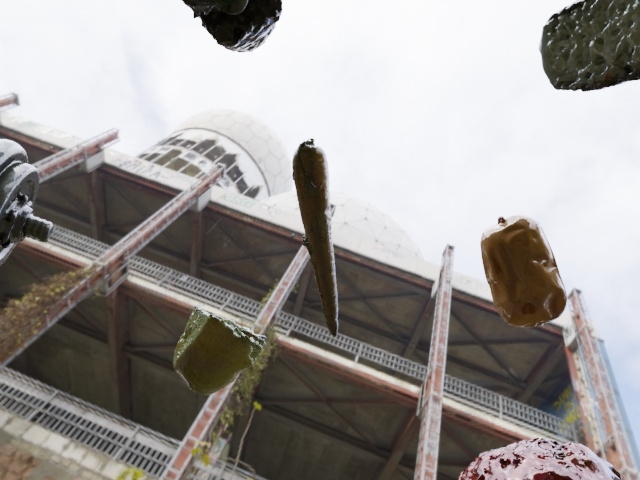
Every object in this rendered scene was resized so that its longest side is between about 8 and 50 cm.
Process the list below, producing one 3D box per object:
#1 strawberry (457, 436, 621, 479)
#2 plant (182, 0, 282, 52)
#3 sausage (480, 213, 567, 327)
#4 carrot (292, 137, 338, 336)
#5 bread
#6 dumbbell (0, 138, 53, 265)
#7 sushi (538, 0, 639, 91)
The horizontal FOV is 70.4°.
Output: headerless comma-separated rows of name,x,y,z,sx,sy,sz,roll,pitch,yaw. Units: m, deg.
strawberry,0.259,0.369,0.559,0.220,0.274,0.274,7,-49,57
plant,-0.134,-0.365,0.680,0.142,0.203,0.131,-28,-78,-2
sausage,0.423,0.061,0.955,0.136,0.120,0.242,-7,-104,-2
carrot,0.000,0.000,0.574,0.049,0.049,0.255,-6,-83,22
bread,-0.151,0.153,0.619,0.103,0.110,0.156,34,-16,-14
dumbbell,-0.470,-0.060,0.530,0.289,0.192,0.192,23,-52,-20
sushi,0.396,-0.264,0.564,0.127,0.225,0.124,-22,-76,-15
